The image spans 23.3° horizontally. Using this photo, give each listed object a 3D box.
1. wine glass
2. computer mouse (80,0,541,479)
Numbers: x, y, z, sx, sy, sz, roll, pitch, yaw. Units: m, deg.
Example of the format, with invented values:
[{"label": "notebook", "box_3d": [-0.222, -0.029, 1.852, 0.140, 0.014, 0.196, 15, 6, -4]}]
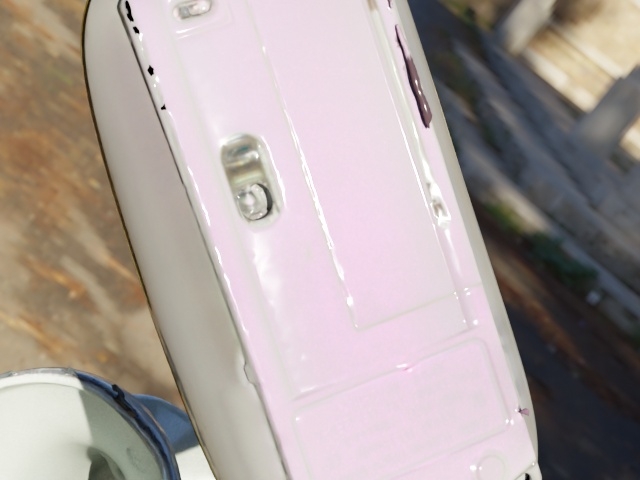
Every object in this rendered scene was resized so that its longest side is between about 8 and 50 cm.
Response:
[{"label": "wine glass", "box_3d": [-0.142, 0.161, 0.963, 0.165, 0.165, 0.196, 41, 3, 13]}, {"label": "computer mouse", "box_3d": [0.000, 0.000, 0.695, 0.072, 0.158, 0.310, -2, -73, 71]}]
